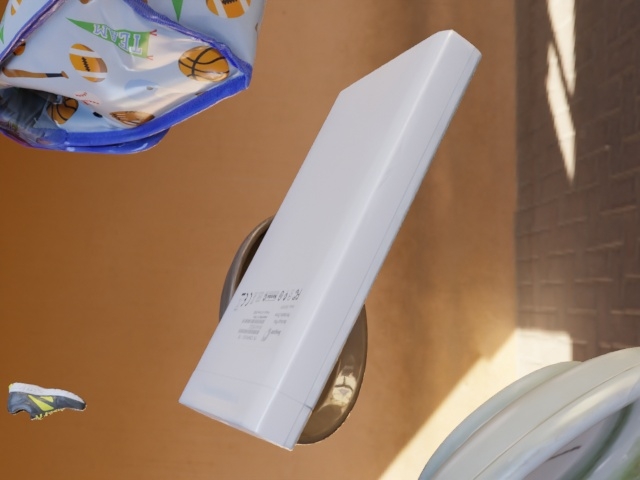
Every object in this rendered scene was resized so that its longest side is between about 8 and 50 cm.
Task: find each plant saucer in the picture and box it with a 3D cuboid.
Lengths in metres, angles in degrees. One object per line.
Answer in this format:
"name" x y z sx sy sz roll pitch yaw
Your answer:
"plant saucer" -0.031 0.104 1.056 0.277 0.041 0.278 16 -110 -52
"plant saucer" 0.198 0.217 0.795 0.100 0.400 0.401 52 150 36

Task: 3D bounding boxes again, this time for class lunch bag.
"lunch bag" -0.212 -0.288 0.976 0.385 0.239 0.328 -16 53 47

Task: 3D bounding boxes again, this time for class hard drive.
"hard drive" 0.000 0.000 0.772 0.353 0.047 0.233 -64 17 -14

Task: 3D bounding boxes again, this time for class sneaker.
"sneaker" -0.293 0.176 0.933 0.031 0.083 0.035 115 165 -68
